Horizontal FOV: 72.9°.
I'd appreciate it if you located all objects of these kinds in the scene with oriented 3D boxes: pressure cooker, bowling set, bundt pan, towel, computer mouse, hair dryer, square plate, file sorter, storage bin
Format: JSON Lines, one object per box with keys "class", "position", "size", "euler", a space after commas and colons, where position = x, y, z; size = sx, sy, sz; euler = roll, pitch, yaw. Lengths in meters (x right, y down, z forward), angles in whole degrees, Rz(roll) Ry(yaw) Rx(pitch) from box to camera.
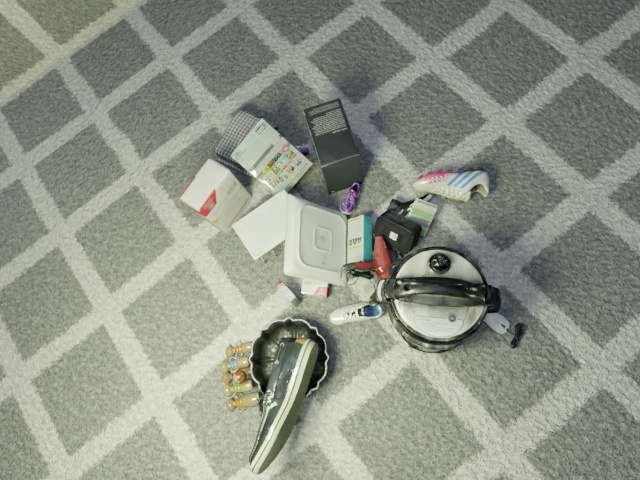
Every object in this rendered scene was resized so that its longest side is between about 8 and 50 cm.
{"class": "pressure cooker", "position": [0.425, 0.215, 1.631], "size": [0.370, 0.420, 0.375], "euler": [-37, 72, -4]}
{"class": "bowling set", "position": [-0.355, 0.549, 1.772], "size": [0.154, 0.200, 0.287], "euler": [-15, 68, 5]}
{"class": "bundt pan", "position": [-0.121, 0.488, 1.787], "size": [0.331, 0.124, 0.330], "euler": [-2, 74, 8]}
{"class": "towel", "position": [0.433, -0.101, 1.884], "size": [0.113, 0.023, 0.152], "euler": [18, 107, -11]}
{"class": "computer mouse", "position": [0.721, 0.339, 1.745], "size": [0.193, 0.042, 0.106], "euler": [33, 82, 16]}
{"class": "hair dryer", "position": [0.216, 0.103, 1.787], "size": [0.223, 0.080, 0.293], "euler": [43, 55, -24]}
{"class": "square plate", "position": [0.000, 0.000, 1.830], "size": [0.049, 0.347, 0.344], "euler": [-17, 65, 46]}
{"class": "file sorter", "position": [-0.207, -0.049, 1.938], "size": [0.278, 0.173, 0.193], "euler": [-35, 72, -2]}
{"class": "storage bin", "position": [0.327, -0.037, 1.857], "size": [0.180, 0.122, 0.084], "euler": [30, 41, 25]}
{"class": "towel", "position": [-0.361, -0.481, 2.122], "size": [0.235, 0.121, 0.283], "euler": [28, 79, 16]}

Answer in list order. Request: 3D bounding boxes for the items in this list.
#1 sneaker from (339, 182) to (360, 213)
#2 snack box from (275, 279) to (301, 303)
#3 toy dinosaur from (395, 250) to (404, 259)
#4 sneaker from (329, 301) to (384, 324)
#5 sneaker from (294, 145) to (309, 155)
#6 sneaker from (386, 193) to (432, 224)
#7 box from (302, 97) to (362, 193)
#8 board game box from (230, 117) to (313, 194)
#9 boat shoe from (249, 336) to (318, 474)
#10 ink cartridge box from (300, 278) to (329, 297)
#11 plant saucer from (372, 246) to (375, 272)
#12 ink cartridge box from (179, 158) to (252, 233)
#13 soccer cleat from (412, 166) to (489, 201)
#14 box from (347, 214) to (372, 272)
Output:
{"class": "sneaker", "position": [0.134, -0.195, 1.965], "size": [0.068, 0.071, 0.170], "euler": [17, 62, 8]}
{"class": "snack box", "position": [-0.136, 0.229, 1.859], "size": [0.037, 0.141, 0.100], "euler": [-43, 72, -7]}
{"class": "toy dinosaur", "position": [0.337, 0.057, 1.894], "size": [0.090, 0.047, 0.082], "euler": [-44, 53, 5]}
{"class": "sneaker", "position": [0.151, 0.303, 1.823], "size": [0.237, 0.086, 0.085], "euler": [-13, 73, 6]}
{"class": "sneaker", "position": [-0.158, -0.373, 2.079], "size": [0.236, 0.095, 0.104], "euler": [-22, 78, 7]}
{"class": "sneaker", "position": [0.382, -0.162, 1.931], "size": [0.217, 0.079, 0.121], "euler": [-41, 73, -3]}
{"class": "box", "position": [0.062, -0.412, 1.945], "size": [0.183, 0.296, 0.294], "euler": [-17, 72, 3]}
{"class": "board game box", "position": [-0.220, -0.372, 1.983], "size": [0.303, 0.097, 0.224], "euler": [41, 96, -13]}
{"class": "boat shoe", "position": [-0.160, 0.592, 1.607], "size": [0.156, 0.187, 0.500], "euler": [14, 71, 18]}
{"class": "ink cartridge box", "position": [-0.014, 0.146, 1.905], "size": [0.115, 0.067, 0.198], "euler": [5, 76, 10]}
{"class": "plant saucer", "position": [0.246, 0.086, 1.907], "size": [0.119, 0.021, 0.119], "euler": [-3, 72, 8]}
{"class": "ink cartridge box", "position": [-0.460, -0.191, 1.950], "size": [0.131, 0.306, 0.226], "euler": [31, 80, 17]}
{"class": "soccer cleat", "position": [0.578, -0.234, 1.903], "size": [0.331, 0.116, 0.143], "euler": [-7, 72, 6]}
{"class": "box", "position": [0.172, 0.018, 1.894], "size": [0.100, 0.060, 0.244], "euler": [-17, 65, 48]}
